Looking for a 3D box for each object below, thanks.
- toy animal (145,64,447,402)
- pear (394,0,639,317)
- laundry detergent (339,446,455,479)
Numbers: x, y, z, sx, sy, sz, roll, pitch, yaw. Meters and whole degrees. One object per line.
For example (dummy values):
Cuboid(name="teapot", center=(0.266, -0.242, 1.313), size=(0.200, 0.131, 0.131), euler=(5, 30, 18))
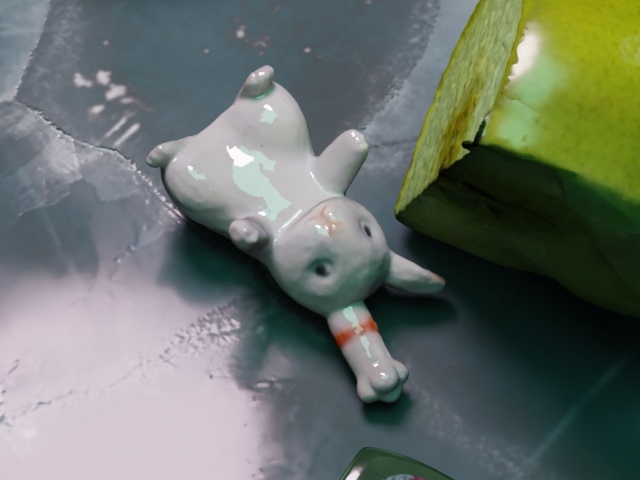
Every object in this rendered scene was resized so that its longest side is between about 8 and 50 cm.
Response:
Cuboid(name="toy animal", center=(-0.006, -0.011, 1.579), size=(0.140, 0.138, 0.282), euler=(-40, 66, -14))
Cuboid(name="pear", center=(0.245, -0.072, 1.518), size=(0.318, 0.342, 0.238), euler=(24, 79, -5))
Cuboid(name="laundry detergent", center=(0.095, 0.254, 1.467), size=(0.211, 0.063, 0.137), euler=(29, 65, 12))
